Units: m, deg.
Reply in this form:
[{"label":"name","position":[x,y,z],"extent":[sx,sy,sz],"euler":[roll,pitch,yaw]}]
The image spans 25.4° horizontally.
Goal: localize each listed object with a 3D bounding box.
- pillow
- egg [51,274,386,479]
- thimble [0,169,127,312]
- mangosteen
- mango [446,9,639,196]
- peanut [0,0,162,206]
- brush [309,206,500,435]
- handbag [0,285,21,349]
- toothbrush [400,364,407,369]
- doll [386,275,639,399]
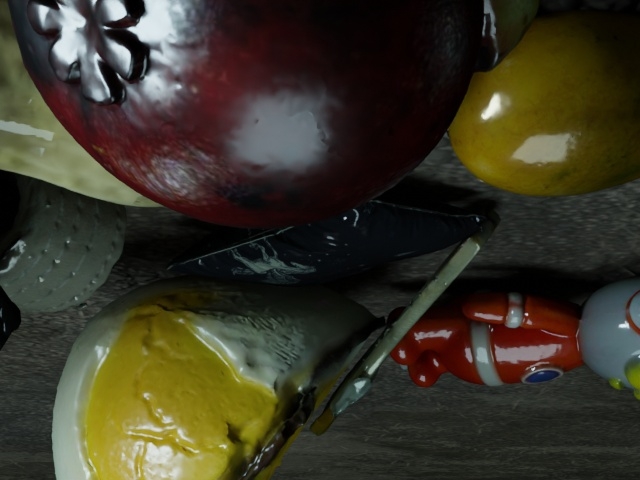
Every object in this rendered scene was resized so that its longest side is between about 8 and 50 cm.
[{"label":"pillow","position":[0.000,0.000,1.032],"extent":[0.141,0.055,0.208],"euler":[2,167,-39]},{"label":"egg","position":[-0.114,0.136,1.190],"extent":[0.201,0.337,0.337],"euler":[41,163,5]},{"label":"thimble","position":[-0.193,-0.008,0.906],"extent":[0.115,0.102,0.090],"euler":[-41,148,19]},{"label":"mangosteen","position":[-0.012,-0.096,0.515],"extent":[0.200,0.200,0.200],"euler":[0,164,0]},{"label":"mango","position":[0.140,-0.069,0.723],"extent":[0.163,0.089,0.111],"euler":[0,165,-30]},{"label":"peanut","position":[-0.139,-0.078,0.649],"extent":[0.256,0.123,0.123],"euler":[5,164,-8]},{"label":"brush","position":[0.067,0.070,1.146],"extent":[0.020,0.085,0.336],"euler":[37,145,2]},{"label":"handbag","position":[-0.355,-0.005,0.763],"extent":[0.342,0.152,0.288],"euler":[-7,129,18]},{"label":"toothbrush","position":[0.087,0.108,1.469],"extent":[0.022,0.017,0.204],"euler":[-11,163,2]},{"label":"doll","position":[0.233,0.090,1.246],"extent":[0.336,0.105,0.200],"euler":[-4,157,17]}]
